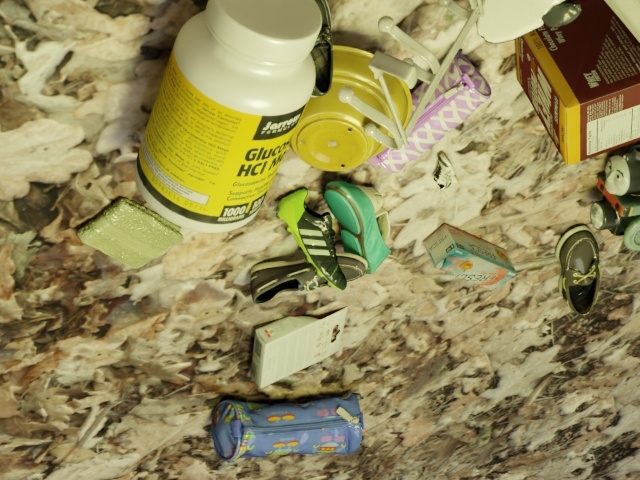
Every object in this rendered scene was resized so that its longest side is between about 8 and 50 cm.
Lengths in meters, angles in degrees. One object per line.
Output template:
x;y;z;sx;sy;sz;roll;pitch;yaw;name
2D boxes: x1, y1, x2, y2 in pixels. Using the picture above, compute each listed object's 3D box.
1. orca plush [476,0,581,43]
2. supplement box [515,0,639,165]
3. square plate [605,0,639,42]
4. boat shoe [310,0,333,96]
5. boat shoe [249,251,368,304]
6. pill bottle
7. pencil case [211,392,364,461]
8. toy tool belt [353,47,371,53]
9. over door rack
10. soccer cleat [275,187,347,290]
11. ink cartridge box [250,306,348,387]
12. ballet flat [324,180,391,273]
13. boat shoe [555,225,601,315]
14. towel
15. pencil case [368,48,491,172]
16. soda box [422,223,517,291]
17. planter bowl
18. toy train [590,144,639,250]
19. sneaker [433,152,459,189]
0.312;-0.396;1.687;0.151;0.102;0.287;27;126;11;orca plush
0.408;-0.245;1.806;0.194;0.191;0.129;-19;144;-3;supplement box
0.550;-0.358;1.606;0.347;0.344;0.049;-42;156;27;square plate
-0.002;-0.261;1.652;0.049;0.040;0.142;-7;103;-24;boat shoe
-0.020;0.068;2.054;0.206;0.065;0.075;-8;141;19;boat shoe
-0.118;-0.181;1.633;0.188;0.187;0.334;0;139;-26;pill bottle
-0.055;0.362;2.421;0.306;0.119;0.133;1;163;-27;pencil case
0.042;-0.236;1.769;0.051;0.052;0.083;13;138;5;toy tool belt
0.121;-0.269;1.562;0.239;0.108;0.324;-60;173;-9;over door rack
0.000;0.000;1.971;0.072;0.060;0.179;-34;102;5;soccer cleat
-0.041;0.184;2.285;0.179;0.045;0.145;-25;148;-26;ink cartridge box
0.067;-0.038;2.017;0.087;0.083;0.247;-44;148;-17;ballet flat
0.492;0.058;2.343;0.081;0.068;0.227;-19;144;-2;boat shoe
-0.290;-0.008;1.909;0.110;0.027;0.148;-35;142;17;towel
0.160;-0.186;1.845;0.086;0.088;0.206;44;118;-9;pencil case
0.266;0.032;2.202;0.183;0.063;0.058;20;127;-42;soda box
0.019;-0.162;1.748;0.217;0.090;0.217;3;139;3;planter bowl
0.632;-0.097;2.169;0.334;0.142;0.190;-7;130;-16;toy train
0.199;-0.109;2.015;0.037;0.032;0.083;-24;143;4;sneaker
